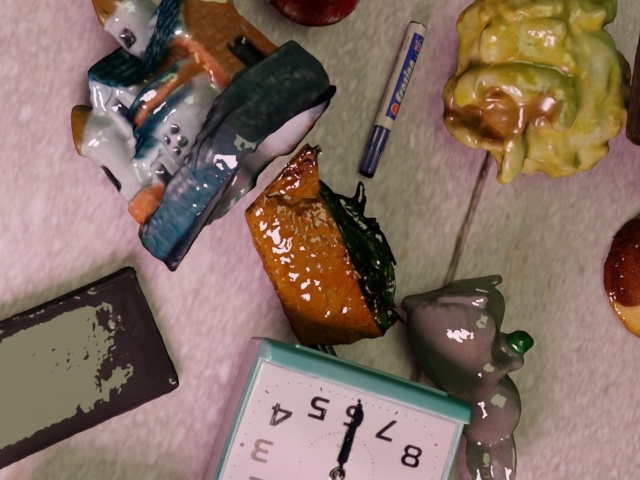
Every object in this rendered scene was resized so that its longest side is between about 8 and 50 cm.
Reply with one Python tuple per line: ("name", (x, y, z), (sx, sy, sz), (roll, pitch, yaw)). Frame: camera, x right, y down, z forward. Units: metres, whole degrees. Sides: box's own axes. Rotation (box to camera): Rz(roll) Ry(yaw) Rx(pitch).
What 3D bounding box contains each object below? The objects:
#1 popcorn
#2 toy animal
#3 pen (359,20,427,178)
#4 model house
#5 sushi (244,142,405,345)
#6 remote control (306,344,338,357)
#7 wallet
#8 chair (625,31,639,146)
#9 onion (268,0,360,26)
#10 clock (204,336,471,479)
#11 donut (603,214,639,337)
("popcorn", (0.265, -0.196, 1.803), (0.255, 0.195, 0.256), (-42, 120, -18))
("toy animal", (0.183, 0.170, 1.770), (0.125, 0.127, 0.251), (-23, 107, -37))
("pen", (0.087, -0.169, 1.804), (0.025, 0.025, 0.204), (25, 73, -20))
("model house", (-0.165, -0.156, 1.587), (0.291, 0.253, 0.184), (48, 52, 6))
("sushi", (0.000, 0.000, 1.671), (0.140, 0.149, 0.287), (-23, 120, 0))
("remote control", (0.012, 0.143, 1.733), (0.034, 0.016, 0.091), (-31, 97, -30))
("wallet", (-0.292, 0.144, 1.585), (0.285, 0.030, 0.146), (-24, 97, -27))
("chair", (0.438, -0.164, 1.799), (0.186, 0.319, 0.160), (16, 76, -25))
("onion", (-0.009, -0.306, 1.729), (0.131, 0.131, 0.131), (3, 82, -24))
("clock", (0.007, 0.244, 1.665), (0.262, 0.116, 0.231), (19, 87, -20))
("donut", (0.450, 0.037, 1.922), (0.184, 0.073, 0.166), (-23, 90, -27))
